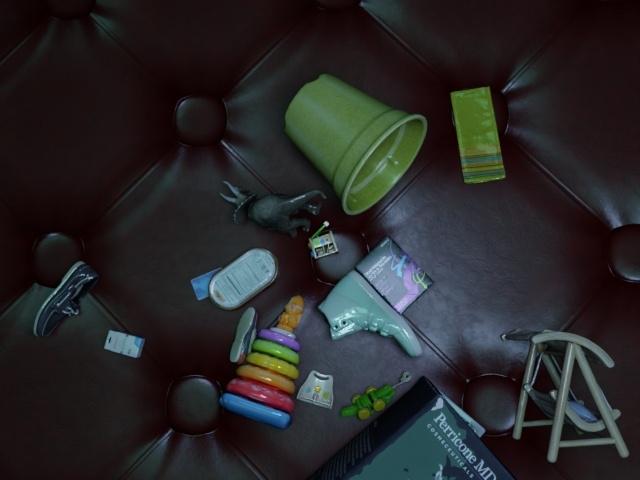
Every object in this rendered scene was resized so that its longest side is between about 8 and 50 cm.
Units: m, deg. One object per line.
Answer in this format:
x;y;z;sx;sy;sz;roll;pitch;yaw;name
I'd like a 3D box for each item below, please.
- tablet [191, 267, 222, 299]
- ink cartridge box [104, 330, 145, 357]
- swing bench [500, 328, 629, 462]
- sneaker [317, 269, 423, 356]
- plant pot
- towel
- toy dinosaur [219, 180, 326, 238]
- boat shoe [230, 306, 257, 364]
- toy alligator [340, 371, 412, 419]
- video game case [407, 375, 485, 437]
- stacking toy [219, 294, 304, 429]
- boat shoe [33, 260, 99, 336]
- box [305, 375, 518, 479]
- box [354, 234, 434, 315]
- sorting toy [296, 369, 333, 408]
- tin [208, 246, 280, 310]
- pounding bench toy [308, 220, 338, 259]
-0.271;0.106;1.499;0.083;0.006;0.054;-23;82;1;tablet
-0.473;0.249;1.479;0.083;0.028;0.048;15;83;4;ink cartridge box
0.510;0.313;1.309;0.165;0.253;0.255;-5;83;2;swing bench
0.109;0.208;1.421;0.151;0.094;0.256;-42;73;-9;sneaker
0.061;-0.242;1.419;0.254;0.276;0.276;41;86;19;plant pot
0.388;-0.260;1.507;0.102;0.021;0.237;-7;82;1;towel
-0.101;-0.065;1.414;0.160;0.313;0.121;4;94;-34;toy dinosaur
-0.175;0.228;1.461;0.043;0.049;0.137;23;79;-37;boat shoe
0.137;0.371;1.424;0.189;0.056;0.051;-29;124;-2;toy alligator
0.255;0.443;1.421;0.190;0.022;0.173;40;86;6;video game case
-0.103;0.264;1.411;0.165;0.175;0.302;18;72;6;stacking toy
-0.612;0.151;1.477;0.065;0.075;0.206;30;80;9;boat shoe
0.210;0.625;1.251;0.472;0.297;0.480;-41;84;-2;box
0.176;0.083;1.468;0.116;0.029;0.162;-44;81;-3;box
-0.005;0.348;1.438;0.083;0.045;0.075;16;76;3;sorting toy
-0.185;0.092;1.478;0.189;0.040;0.106;-37;79;-5;tin
0.000;0.000;1.476;0.065;0.052;0.083;-18;82;1;pounding bench toy
